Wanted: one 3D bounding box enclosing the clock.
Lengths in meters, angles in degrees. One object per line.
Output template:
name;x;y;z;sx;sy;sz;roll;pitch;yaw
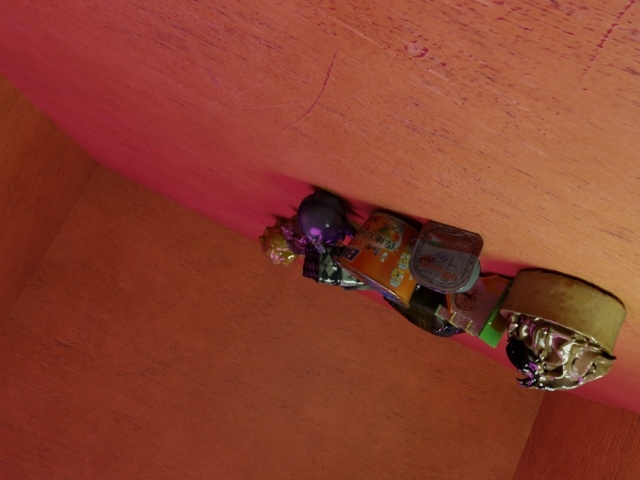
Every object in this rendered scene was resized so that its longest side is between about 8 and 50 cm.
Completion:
clock;0.533;0.210;1.695;0.106;0.219;0.255;35;175;-35

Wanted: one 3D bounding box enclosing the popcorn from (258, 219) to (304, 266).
popcorn;-0.182;0.016;2.461;0.252;0.215;0.286;25;-174;1

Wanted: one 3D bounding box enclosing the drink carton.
drink carton;0.379;0.070;1.459;0.186;0.190;0.190;19;174;26

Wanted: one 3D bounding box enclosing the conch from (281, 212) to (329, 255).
conch;-0.055;-0.020;2.115;0.246;0.178;0.163;11;-173;-27

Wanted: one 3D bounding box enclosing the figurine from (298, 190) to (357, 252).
figurine;0.022;-0.063;1.708;0.175;0.196;0.265;-24;141;18

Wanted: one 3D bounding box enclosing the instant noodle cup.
instant noodle cup;0.215;0.053;1.582;0.297;0.213;0.296;32;174;4

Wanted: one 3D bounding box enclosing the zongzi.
zongzi;0.545;0.325;2.369;0.404;0.207;0.432;25;-177;37

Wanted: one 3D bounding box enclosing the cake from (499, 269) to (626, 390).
cake;0.670;0.287;1.427;0.333;0.320;0.332;24;172;4

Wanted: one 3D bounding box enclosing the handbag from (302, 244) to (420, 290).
handbag;0.151;0.117;1.972;0.417;0.180;0.317;6;175;-14

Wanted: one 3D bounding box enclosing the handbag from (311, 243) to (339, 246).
handbag;0.000;0.000;2.328;0.175;0.088;0.270;9;161;34
